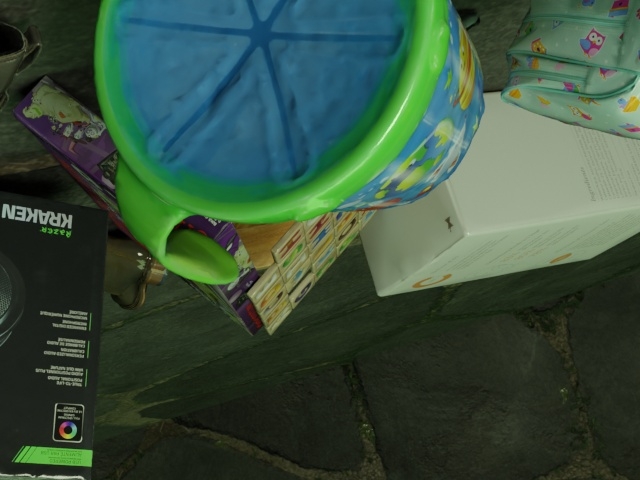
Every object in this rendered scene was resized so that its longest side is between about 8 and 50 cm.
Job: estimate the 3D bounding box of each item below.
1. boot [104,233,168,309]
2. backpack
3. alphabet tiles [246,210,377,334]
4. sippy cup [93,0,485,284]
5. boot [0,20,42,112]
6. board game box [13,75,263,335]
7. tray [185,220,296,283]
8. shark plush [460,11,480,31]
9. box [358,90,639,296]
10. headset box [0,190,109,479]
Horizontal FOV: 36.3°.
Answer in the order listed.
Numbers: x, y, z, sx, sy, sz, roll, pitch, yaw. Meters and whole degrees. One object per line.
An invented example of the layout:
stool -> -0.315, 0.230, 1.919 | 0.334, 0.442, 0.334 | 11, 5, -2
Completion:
boot -> -0.264, 0.031, 1.236 | 0.106, 0.082, 0.219 | 14, 157, -20
backpack -> 0.211, -0.129, 0.672 | 0.152, 0.115, 0.182 | 24, 179, -38
alphabet tiles -> 0.000, 0.000, 1.007 | 0.198, 0.009, 0.237 | -49, 168, -11
sippy cup -> 0.005, -0.116, 0.672 | 0.306, 0.240, 0.224 | -17, 168, 24
boot -> -0.348, -0.087, 0.719 | 0.263, 0.091, 0.229 | -14, 160, -26
board game box -> -0.150, -0.014, 0.939 | 0.056, 0.208, 0.347 | -46, 166, -9
tray -> -0.038, -0.064, 1.098 | 0.203, 0.076, 0.411 | -11, 164, -19
shark plush -> 0.078, -0.180, 0.862 | 0.161, 0.073, 0.067 | -6, 131, -18
box -> 0.238, -0.065, 1.194 | 0.346, 0.168, 0.215 | -9, 163, -27
headset box -> -0.335, 0.103, 0.883 | 0.247, 0.283, 0.131 | 10, 154, -24
